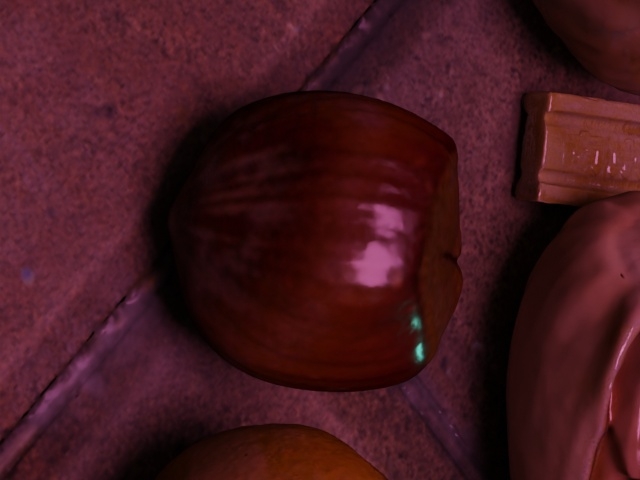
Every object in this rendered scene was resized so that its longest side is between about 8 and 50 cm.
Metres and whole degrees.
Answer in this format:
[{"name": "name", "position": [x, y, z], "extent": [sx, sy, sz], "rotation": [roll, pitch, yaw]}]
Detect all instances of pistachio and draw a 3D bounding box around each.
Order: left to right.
[{"name": "pistachio", "position": [0.244, 0.118, 1.591], "extent": [0.214, 0.193, 0.318], "rotation": [-39, 143, -80]}]

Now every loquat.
[{"name": "loquat", "position": [-0.034, 0.226, 1.346], "extent": [0.213, 0.213, 0.213], "rotation": [-4, 97, -39]}]

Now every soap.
[{"name": "soap", "position": [0.266, -0.069, 1.680], "extent": [0.252, 0.037, 0.092], "rotation": [4, 92, -40]}]

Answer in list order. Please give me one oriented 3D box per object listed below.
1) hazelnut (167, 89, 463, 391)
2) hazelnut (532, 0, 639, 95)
[{"name": "hazelnut", "position": [-0.001, 0.000, 1.393], "extent": [0.181, 0.181, 0.212], "rotation": [6, 92, -68]}, {"name": "hazelnut", "position": [0.275, -0.250, 1.577], "extent": [0.261, 0.261, 0.241], "rotation": [43, 36, -34]}]
